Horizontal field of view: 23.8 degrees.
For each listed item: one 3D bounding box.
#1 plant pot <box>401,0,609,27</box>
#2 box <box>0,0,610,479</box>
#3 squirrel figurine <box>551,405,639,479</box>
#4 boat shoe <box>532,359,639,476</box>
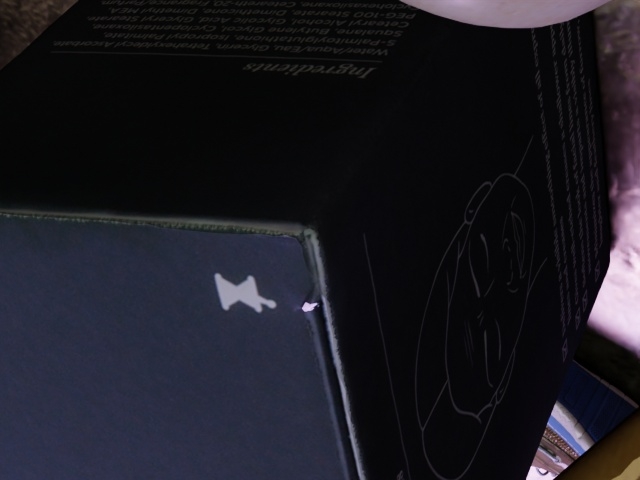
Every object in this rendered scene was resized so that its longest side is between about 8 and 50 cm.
[{"bbox_3d":[0.110,-0.235,0.484,0.334,0.334,0.305,42,142,-7],"label":"plant pot"},{"bbox_3d":[0.000,0.000,0.798,0.212,0.395,0.293,4,125,23],"label":"box"},{"bbox_3d":[0.379,0.146,0.770,0.397,0.281,0.370,-45,79,25],"label":"squirrel figurine"},{"bbox_3d":[0.168,0.127,1.039,0.183,0.066,0.066,45,136,3],"label":"boat shoe"}]
